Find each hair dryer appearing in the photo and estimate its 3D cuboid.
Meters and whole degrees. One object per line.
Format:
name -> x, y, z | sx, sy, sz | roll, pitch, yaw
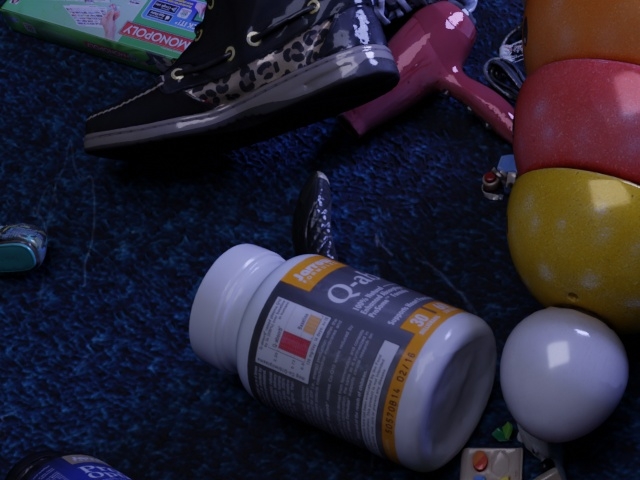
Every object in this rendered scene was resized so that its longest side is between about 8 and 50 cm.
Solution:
hair dryer -> 0.158, -0.173, 1.947 | 0.293, 0.080, 0.224 | -11, 54, 10

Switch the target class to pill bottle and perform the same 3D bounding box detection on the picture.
pill bottle -> -0.224, 0.271, 1.691 | 0.123, 0.123, 0.219 | -46, 28, -16
pill bottle -> 0.019, 0.107, 1.743 | 0.278, 0.162, 0.162 | 21, 65, 29

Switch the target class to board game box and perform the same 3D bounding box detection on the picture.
board game box -> -0.211, -0.313, 2.186 | 0.317, 0.046, 0.213 | 19, 64, 28

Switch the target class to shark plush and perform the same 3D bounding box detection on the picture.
shark plush -> 0.227, 0.171, 1.700 | 0.067, 0.073, 0.161 | 6, 45, -16

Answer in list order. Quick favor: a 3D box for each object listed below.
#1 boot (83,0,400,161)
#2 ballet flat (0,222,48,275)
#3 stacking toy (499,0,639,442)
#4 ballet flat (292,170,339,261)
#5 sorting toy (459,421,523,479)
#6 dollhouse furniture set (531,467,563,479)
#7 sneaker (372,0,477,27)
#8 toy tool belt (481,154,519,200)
boot -> -0.111, -0.252, 1.960 | 0.377, 0.138, 0.284 | -16, 80, 27
ballet flat -> -0.393, 0.012, 2.014 | 0.188, 0.070, 0.070 | -1, 56, 15
stacking toy -> 0.284, -0.037, 1.671 | 0.350, 0.350, 0.480 | 14, 69, 26
ballet flat -> 0.000, 0.000, 1.905 | 0.049, 0.057, 0.173 | 14, 52, -22
sorting toy -> 0.165, 0.213, 1.714 | 0.062, 0.012, 0.083 | -4, 55, 16
dollhouse furniture set -> 0.272, 0.299, 1.521 | 0.259, 0.135, 0.262 | -29, 22, -7
sneaker -> 0.077, -0.275, 2.035 | 0.153, 0.099, 0.282 | 28, 68, 30
toy tool belt -> 0.208, -0.072, 1.877 | 0.083, 0.051, 0.052 | 6, 58, 22
